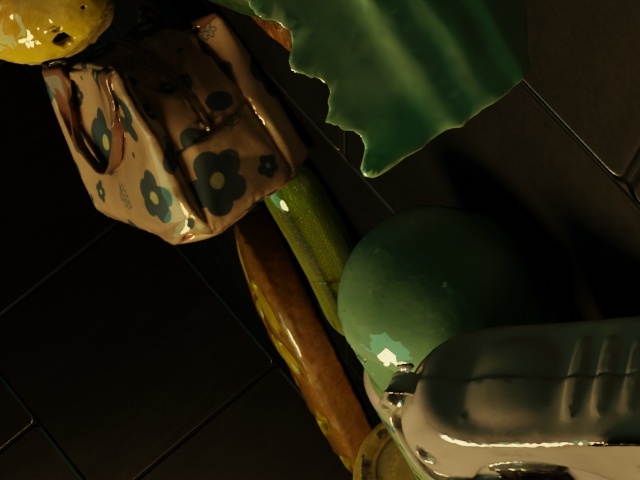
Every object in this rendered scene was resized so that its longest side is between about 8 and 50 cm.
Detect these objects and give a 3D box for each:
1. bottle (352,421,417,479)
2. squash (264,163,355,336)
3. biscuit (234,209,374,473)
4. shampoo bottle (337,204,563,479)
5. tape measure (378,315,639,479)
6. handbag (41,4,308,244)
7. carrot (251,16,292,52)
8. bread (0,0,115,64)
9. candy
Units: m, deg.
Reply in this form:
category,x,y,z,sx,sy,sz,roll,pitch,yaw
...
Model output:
category,x,y,z,sx,sy,sz,roll,pitch,yaw
bottle,0.156,0.358,1.897,0.171,0.171,0.351,45,169,30
squash,0.001,0.008,1.568,0.066,0.066,0.229,37,156,56
biscuit,-0.020,0.136,1.950,0.394,0.070,0.350,64,180,-21
shampoo bottle,0.122,0.109,1.157,0.222,0.151,0.349,32,160,38
tape measure,0.168,0.128,0.960,0.236,0.120,0.197,-5,147,37
handbag,-0.153,-0.125,1.480,0.251,0.190,0.193,17,140,60
carrot,-0.029,-0.172,1.153,0.165,0.035,0.036,43,168,53
bread,-0.315,-0.289,1.632,0.197,0.197,0.170,51,-176,0
candy,-0.033,-0.214,0.641,0.263,0.172,0.398,60,-179,-25
